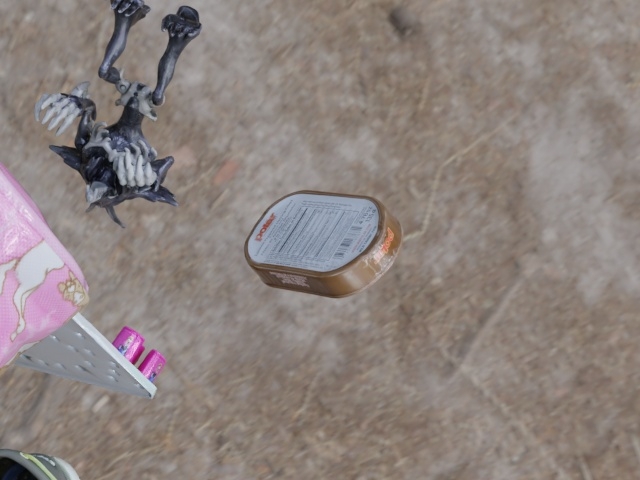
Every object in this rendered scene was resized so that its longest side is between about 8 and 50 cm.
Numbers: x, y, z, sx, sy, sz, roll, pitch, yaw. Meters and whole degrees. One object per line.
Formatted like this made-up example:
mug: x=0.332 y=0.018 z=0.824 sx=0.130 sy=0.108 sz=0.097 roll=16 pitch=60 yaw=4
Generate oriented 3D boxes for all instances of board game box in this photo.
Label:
board game box: x=-0.402 y=0.020 z=1.655 sx=0.390 sy=0.390 sz=0.050 roll=51 pitch=60 yaw=-37

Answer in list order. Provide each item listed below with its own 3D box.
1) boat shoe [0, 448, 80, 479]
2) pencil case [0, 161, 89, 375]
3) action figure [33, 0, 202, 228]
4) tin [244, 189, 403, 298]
boat shoe: x=-0.239 y=0.328 z=1.400 sx=0.109 sy=0.091 sz=0.305 roll=-35 pitch=61 yaw=6
pencil case: x=-0.288 y=0.087 z=0.690 sx=0.386 sy=0.167 sz=0.160 roll=-44 pitch=50 yaw=-13
action figure: x=-0.219 y=-0.123 z=1.588 sx=0.164 sy=0.276 sz=0.141 roll=26 pitch=27 yaw=14
tin: x=0.000 y=0.000 z=1.478 sx=0.106 sy=0.189 sz=0.040 roll=-54 pitch=126 yaw=-24
